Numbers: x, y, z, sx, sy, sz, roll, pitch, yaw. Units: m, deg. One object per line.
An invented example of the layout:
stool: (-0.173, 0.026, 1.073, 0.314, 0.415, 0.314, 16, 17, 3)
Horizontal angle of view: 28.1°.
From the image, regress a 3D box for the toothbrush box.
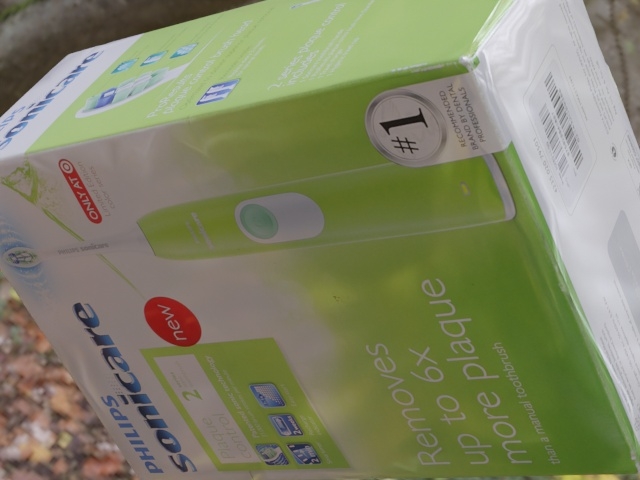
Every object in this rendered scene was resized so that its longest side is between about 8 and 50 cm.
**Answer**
toothbrush box: (0.000, 0.000, 0.600, 0.283, 0.122, 0.206, -7, -57, 34)
